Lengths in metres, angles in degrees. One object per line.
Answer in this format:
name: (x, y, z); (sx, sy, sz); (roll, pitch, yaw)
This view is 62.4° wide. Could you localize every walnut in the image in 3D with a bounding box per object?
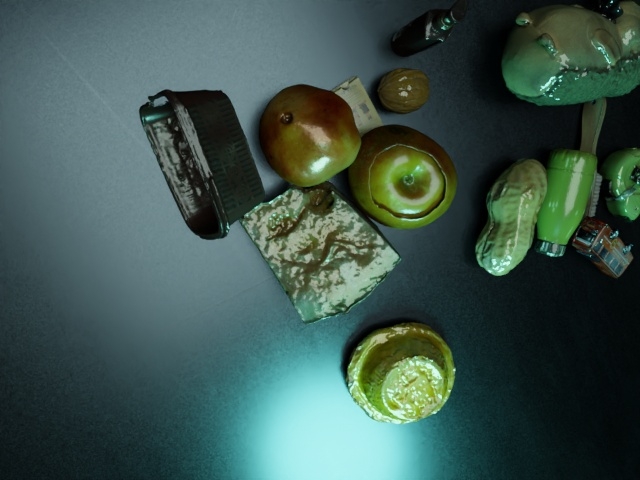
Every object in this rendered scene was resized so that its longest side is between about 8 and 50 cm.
walnut: (0.186, -0.330, 1.167); (0.124, 0.105, 0.105); (-7, 102, -25)

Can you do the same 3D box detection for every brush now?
brush: (0.683, -0.201, 1.338); (0.065, 0.070, 0.327); (0, 99, -33)

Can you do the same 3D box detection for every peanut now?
peanut: (0.458, -0.056, 1.270); (0.130, 0.130, 0.290); (11, 96, -16)

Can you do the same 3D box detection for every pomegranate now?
pomegranate: (-0.024, -0.210, 1.076); (0.209, 0.209, 0.209); (-3, 100, -14)

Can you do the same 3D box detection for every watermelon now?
watermelon: (0.003, 0.006, 1.168); (0.264, 0.151, 0.302); (-36, 89, -3)

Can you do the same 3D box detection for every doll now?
doll: (0.582, -0.418, 1.176); (0.350, 0.247, 0.247); (1, 100, -20)

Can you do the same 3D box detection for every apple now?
apple: (0.177, -0.136, 1.136); (0.237, 0.207, 0.236); (-4, 104, -17)

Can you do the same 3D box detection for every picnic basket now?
picnic basket: (-0.227, -0.157, 1.051); (0.129, 0.222, 0.296); (-28, 107, -31)

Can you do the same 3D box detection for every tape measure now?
tape measure: (0.795, -0.160, 1.358); (0.154, 0.087, 0.177); (34, 88, -17)

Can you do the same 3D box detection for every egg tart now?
egg tart: (0.204, 0.334, 1.284); (0.288, 0.118, 0.288); (-2, 100, -10)

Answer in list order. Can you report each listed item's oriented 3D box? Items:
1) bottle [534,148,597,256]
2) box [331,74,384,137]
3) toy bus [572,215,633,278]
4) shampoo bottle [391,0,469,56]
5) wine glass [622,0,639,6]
bottle: (0.595, -0.091, 1.305); (0.112, 0.112, 0.260); (8, 100, -16)
box: (0.087, -0.287, 1.187); (0.073, 0.020, 0.149); (-32, 106, -6)
toy bus: (0.721, 0.018, 1.343); (0.235, 0.073, 0.096); (26, 95, -39)
shampoo bottle: (0.222, -0.433, 1.083); (0.067, 0.236, 0.068); (7, 96, -17)
wine glass: (0.876, -0.504, 1.241); (0.267, 0.267, 0.406); (-44, 112, -4)
